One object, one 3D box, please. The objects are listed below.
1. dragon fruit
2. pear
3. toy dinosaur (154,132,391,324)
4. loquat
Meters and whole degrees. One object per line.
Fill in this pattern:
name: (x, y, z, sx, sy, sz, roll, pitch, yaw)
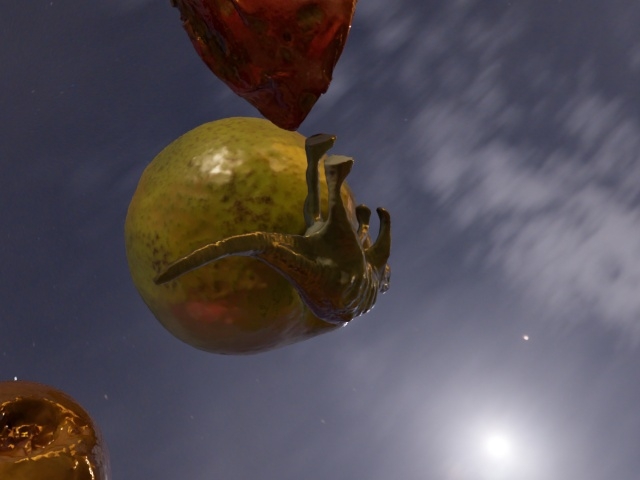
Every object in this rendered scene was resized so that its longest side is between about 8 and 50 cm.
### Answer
dragon fruit: (-0.070, -0.269, 0.659, 0.211, 0.134, 0.262, 14, -129, -23)
pear: (-0.100, 0.000, 0.943, 0.390, 0.391, 0.392, -5, -78, -27)
toy dinosaur: (0.000, 0.000, 0.627, 0.393, 0.092, 0.206, -25, -64, -62)
loquat: (-0.292, 0.228, 0.554, 0.213, 0.213, 0.213, -5, -78, -27)
